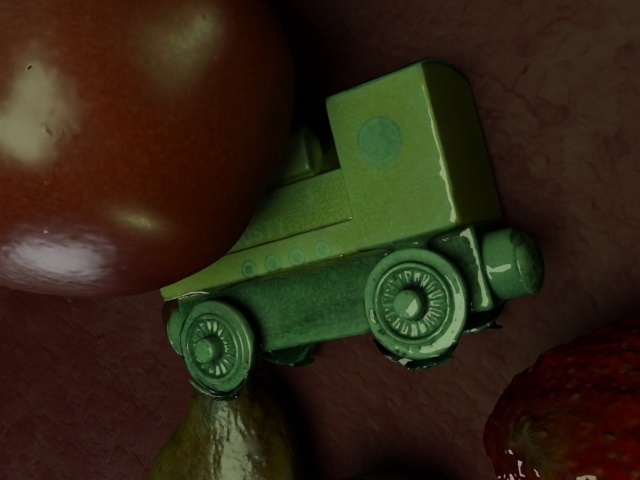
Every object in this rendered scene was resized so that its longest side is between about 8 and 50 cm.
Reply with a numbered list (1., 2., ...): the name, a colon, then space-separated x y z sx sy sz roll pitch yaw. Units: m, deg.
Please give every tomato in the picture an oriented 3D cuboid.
1. tomato: -0.193 -0.121 0.581 0.342 0.273 0.341 -6 79 35

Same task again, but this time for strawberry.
1. strawberry: 0.246 0.165 0.522 0.257 0.277 0.257 -25 59 53

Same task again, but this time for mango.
1. mango: -0.106 0.287 0.828 0.193 0.146 0.316 15 105 19

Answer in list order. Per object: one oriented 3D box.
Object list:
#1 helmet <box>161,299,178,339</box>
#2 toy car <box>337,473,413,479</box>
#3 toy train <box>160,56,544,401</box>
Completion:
1. helmet: -0.148 0.101 0.850 0.089 0.057 0.111 -32 87 28
2. toy car: 0.034 0.342 0.748 0.142 0.201 0.247 32 104 51
3. toy train: 0.000 0.000 0.693 0.397 0.160 0.253 -15 87 31
